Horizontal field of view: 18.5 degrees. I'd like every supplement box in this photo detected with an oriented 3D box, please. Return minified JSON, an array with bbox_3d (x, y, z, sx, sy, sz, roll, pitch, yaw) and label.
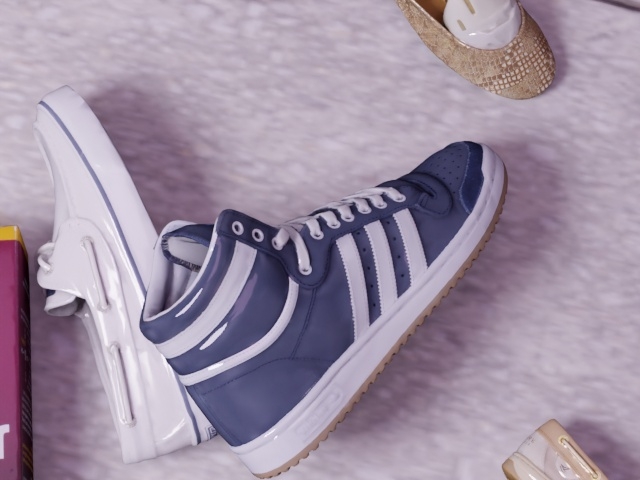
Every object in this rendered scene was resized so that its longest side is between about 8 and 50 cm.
[{"bbox_3d":[-0.242,0.091,1.280,0.104,0.081,0.188,-2,76,-4],"label":"supplement box"}]

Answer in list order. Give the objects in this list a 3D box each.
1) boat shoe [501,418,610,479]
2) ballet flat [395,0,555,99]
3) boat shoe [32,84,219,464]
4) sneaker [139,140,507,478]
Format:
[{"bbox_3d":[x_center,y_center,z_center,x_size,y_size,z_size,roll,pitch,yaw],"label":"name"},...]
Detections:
[{"bbox_3d":[0.201,0.181,1.289,0.170,0.063,0.059,38,83,7],"label":"boat shoe"},{"bbox_3d":[0.084,-0.180,1.373,0.206,0.067,0.073,42,77,7],"label":"ballet flat"},{"bbox_3d":[-0.146,0.022,1.295,0.084,0.095,0.258,-22,77,-13],"label":"boat shoe"},{"bbox_3d":[0.000,0.000,1.265,0.153,0.099,0.282,47,63,-16],"label":"sneaker"}]
